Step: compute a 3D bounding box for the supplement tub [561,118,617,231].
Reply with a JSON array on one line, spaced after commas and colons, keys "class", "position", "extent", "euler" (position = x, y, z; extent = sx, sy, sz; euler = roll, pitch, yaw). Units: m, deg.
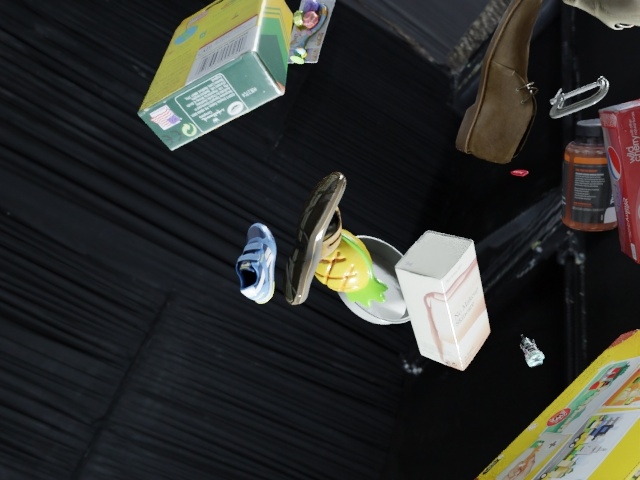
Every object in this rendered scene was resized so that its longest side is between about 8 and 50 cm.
[{"class": "supplement tub", "position": [0.511, -0.123, 0.988], "extent": [0.106, 0.106, 0.197], "euler": [-97, 180, -69]}]

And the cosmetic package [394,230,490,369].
[{"class": "cosmetic package", "position": [0.297, 0.143, 1.257], "extent": [0.129, 0.296, 0.153], "euler": [14, -132, 43]}]

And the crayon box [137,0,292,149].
[{"class": "crayon box", "position": [-0.150, -0.299, 0.837], "extent": [0.202, 0.081, 0.318], "euler": [-20, -138, 22]}]

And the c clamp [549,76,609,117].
[{"class": "c clamp", "position": [0.610, -0.346, 1.256], "extent": [0.137, 0.022, 0.161], "euler": [-51, -159, -24]}]

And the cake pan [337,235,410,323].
[{"class": "cake pan", "position": [0.160, 0.119, 1.528], "extent": [0.054, 0.293, 0.293], "euler": [-52, -165, 43]}]

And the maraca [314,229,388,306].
[{"class": "maraca", "position": [0.048, 0.052, 0.989], "extent": [0.127, 0.185, 0.099], "euler": [-25, -161, 51]}]

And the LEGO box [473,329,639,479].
[{"class": "LEGO box", "position": [0.496, 0.323, 0.793], "extent": [0.500, 0.193, 0.372], "euler": [-34, 169, -19]}]

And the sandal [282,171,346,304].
[{"class": "sandal", "position": [0.000, 0.000, 0.826], "extent": [0.090, 0.060, 0.219], "euler": [32, -72, 64]}]

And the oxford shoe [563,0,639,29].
[{"class": "oxford shoe", "position": [0.553, -0.465, 1.025], "extent": [0.123, 0.130, 0.348], "euler": [-28, -162, 20]}]

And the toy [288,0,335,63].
[{"class": "toy", "position": [-0.042, -0.644, 1.564], "extent": [0.137, 0.056, 0.237], "euler": [13, -92, 36]}]

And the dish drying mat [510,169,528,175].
[{"class": "dish drying mat", "position": [0.490, -0.168, 1.302], "extent": [0.083, 0.032, 0.008], "euler": [-22, 121, -59]}]

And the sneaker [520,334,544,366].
[{"class": "sneaker", "position": [0.460, 0.237, 1.167], "extent": [0.038, 0.098, 0.069], "euler": [-21, -118, 8]}]

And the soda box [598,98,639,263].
[{"class": "soda box", "position": [0.545, -0.102, 0.884], "extent": [0.092, 0.263, 0.083], "euler": [-13, -167, 14]}]

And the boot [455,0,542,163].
[{"class": "boot", "position": [0.342, -0.278, 0.931], "extent": [0.112, 0.115, 0.305], "euler": [-30, 141, -39]}]

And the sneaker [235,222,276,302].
[{"class": "sneaker", "position": [-0.113, 0.034, 0.918], "extent": [0.053, 0.059, 0.144], "euler": [-18, -114, 31]}]
